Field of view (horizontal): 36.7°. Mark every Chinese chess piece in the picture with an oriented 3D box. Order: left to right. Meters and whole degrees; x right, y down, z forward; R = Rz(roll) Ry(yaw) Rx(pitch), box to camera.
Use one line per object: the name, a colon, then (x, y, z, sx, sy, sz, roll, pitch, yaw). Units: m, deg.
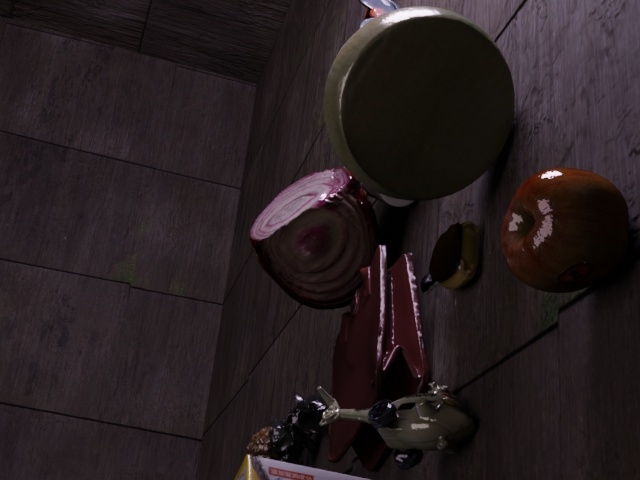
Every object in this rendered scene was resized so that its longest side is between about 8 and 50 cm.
Chinese chess piece: (0.127, -0.176, 1.252, 0.101, 0.250, 0.250, -133, 57, -71)

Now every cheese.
cheese: (0.173, 0.038, 1.327, 0.162, 0.036, 0.086, 128, 149, -63)

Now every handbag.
handbag: (0.082, 0.184, 1.488, 0.275, 0.084, 0.260, -89, 15, -45)

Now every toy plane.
toy plane: (0.090, 0.230, 1.260, 0.286, 0.092, 0.108, -12, 29, 47)

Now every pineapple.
pineapple: (-0.057, 0.374, 1.851, 0.237, 0.111, 0.119, -49, 61, 47)

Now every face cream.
face cream: (0.104, -0.110, 1.676, 0.250, 0.077, 0.077, -143, 67, -76)

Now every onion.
onion: (0.002, 0.004, 1.662, 0.207, 0.216, 0.206, 62, -179, -16)

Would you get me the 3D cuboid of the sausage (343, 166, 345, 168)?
sausage: (0.085, -0.182, 1.864, 0.065, 0.065, 0.169, -119, 43, -72)

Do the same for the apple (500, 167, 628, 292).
apple: (0.239, -0.010, 0.942, 0.126, 0.102, 0.126, -171, 90, -73)

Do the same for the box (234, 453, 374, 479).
box: (0.020, 0.368, 1.142, 0.168, 0.265, 0.097, -93, 22, -57)

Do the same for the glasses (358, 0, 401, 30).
glasses: (0.078, -0.350, 1.947, 0.234, 0.118, 0.268, -93, 20, -46)
